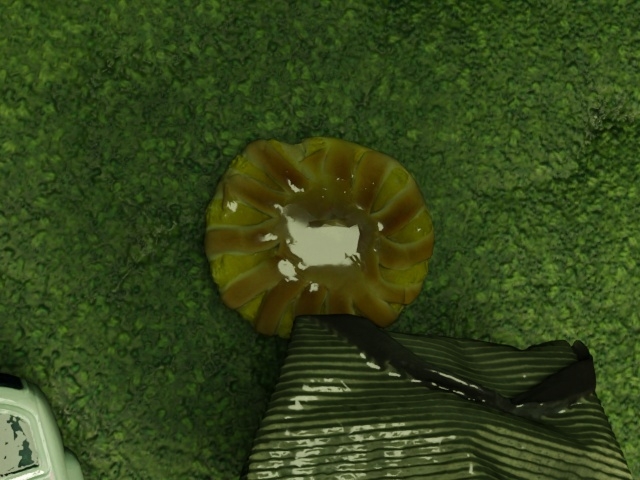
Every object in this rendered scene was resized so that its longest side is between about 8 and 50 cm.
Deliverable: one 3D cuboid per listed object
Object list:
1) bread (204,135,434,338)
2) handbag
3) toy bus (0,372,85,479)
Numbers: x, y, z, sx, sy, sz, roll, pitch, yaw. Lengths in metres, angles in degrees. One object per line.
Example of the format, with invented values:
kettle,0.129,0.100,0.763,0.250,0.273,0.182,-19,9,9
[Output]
bread,0.000,0.000,1.025,0.213,0.105,0.213,0,89,-12
handbag,0.085,0.208,0.945,0.340,0.247,0.240,6,52,-11
toy bus,-0.274,0.236,0.939,0.164,0.133,0.271,-15,92,-17
